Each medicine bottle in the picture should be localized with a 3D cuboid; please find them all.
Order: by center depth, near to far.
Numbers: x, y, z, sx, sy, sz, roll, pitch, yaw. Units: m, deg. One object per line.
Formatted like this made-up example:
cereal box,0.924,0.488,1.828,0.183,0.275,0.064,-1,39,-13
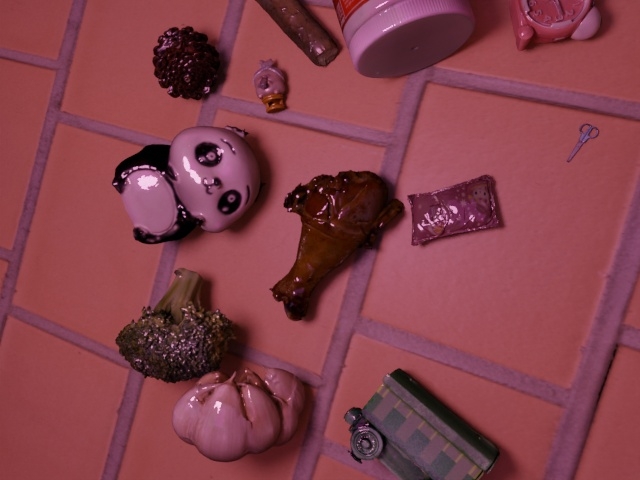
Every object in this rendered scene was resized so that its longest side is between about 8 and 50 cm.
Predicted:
medicine bottle,0.152,-0.489,1.209,0.253,0.252,0.240,-19,80,20

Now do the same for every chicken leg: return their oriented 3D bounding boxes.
chicken leg,-0.006,-0.013,1.312,0.211,0.140,0.361,46,100,9

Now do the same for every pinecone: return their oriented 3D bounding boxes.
pinecone,-0.327,-0.439,1.458,0.163,0.163,0.165,-35,55,17

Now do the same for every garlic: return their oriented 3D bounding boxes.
garlic,-0.168,0.363,1.272,0.281,0.184,0.203,4,120,-6

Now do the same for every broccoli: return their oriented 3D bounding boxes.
broccoli,-0.320,0.214,1.373,0.288,0.260,0.235,-1,121,25

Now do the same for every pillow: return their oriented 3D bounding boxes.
pillow,0.271,-0.061,1.256,0.185,0.043,0.118,-11,77,18

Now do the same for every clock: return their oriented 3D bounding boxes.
clock,0.454,-0.459,1.180,0.162,0.093,0.165,-10,84,12

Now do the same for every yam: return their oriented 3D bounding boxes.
yam,-0.095,-0.552,1.408,0.083,0.083,0.371,-45,73,14

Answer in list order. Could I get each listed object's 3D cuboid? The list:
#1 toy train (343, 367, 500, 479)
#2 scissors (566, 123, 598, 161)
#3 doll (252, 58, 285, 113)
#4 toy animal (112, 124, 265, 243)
toy train,0.197,0.412,1.224,0.301,0.120,0.202,38,98,19
scissors,0.507,-0.189,1.185,0.036,0.006,0.083,34,100,18
doll,-0.122,-0.363,1.404,0.073,0.084,0.127,-14,90,20
toy animal,-0.289,-0.137,1.391,0.310,0.251,0.250,-15,82,8
